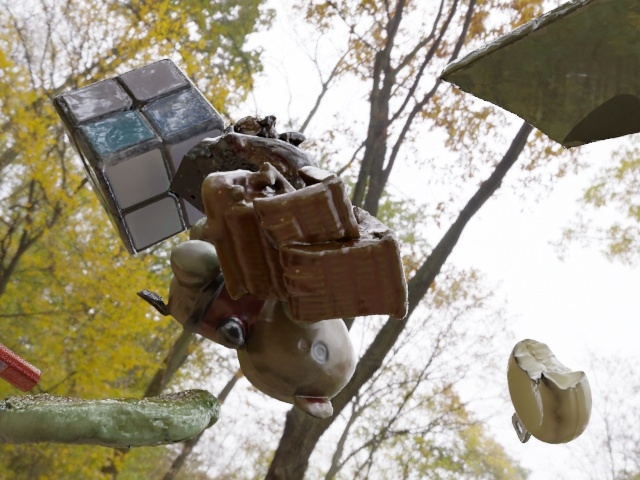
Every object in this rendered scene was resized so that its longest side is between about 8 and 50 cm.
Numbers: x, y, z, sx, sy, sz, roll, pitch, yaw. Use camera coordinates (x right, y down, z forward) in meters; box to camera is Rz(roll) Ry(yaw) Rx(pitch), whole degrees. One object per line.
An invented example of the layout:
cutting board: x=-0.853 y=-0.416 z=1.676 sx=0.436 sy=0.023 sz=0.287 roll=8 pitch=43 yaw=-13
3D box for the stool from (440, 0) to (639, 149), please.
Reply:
stool: x=0.260 y=-0.232 z=0.432 sx=0.170 sy=0.244 sz=0.269 roll=22 pitch=-11 yaw=-22

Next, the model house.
model house: x=-0.002 y=0.000 z=0.732 sx=0.229 sy=0.219 sz=0.200 roll=6 pitch=-65 yaw=25

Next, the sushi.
sushi: x=-0.123 y=-0.138 z=1.152 sx=0.227 sy=0.215 sz=0.212 roll=37 pitch=-57 yaw=6

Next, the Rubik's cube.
Rubik's cube: x=-0.422 y=-0.213 z=1.433 sx=0.318 sy=0.313 sz=0.316 roll=49 pitch=-24 yaw=31

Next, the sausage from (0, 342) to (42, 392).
sausage: x=-0.408 y=0.142 z=0.713 sx=0.034 sy=0.034 sz=0.129 roll=-1 pitch=-42 yaw=37

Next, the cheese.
cheese: x=0.347 y=0.269 z=0.897 sx=0.070 sy=0.163 sz=0.249 roll=-11 pitch=-58 yaw=-6

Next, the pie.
pie: x=-0.229 y=0.194 z=0.635 sx=0.240 sy=0.054 sz=0.240 roll=-1 pitch=-14 yaw=0

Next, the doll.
doll: x=-0.095 y=0.121 z=0.857 sx=0.330 sy=0.235 sz=0.174 roll=37 pitch=-69 yaw=-5
